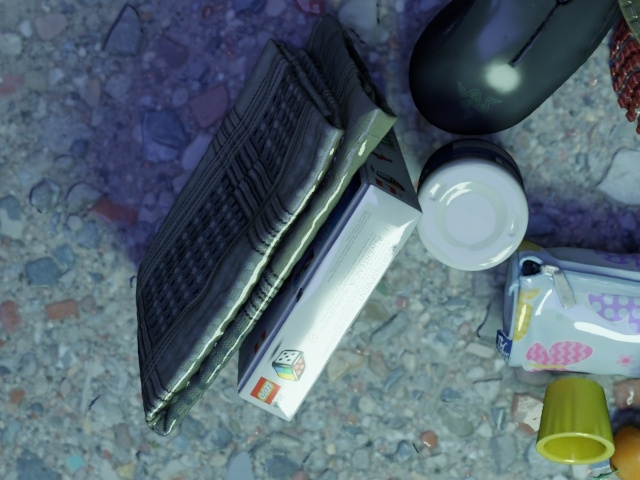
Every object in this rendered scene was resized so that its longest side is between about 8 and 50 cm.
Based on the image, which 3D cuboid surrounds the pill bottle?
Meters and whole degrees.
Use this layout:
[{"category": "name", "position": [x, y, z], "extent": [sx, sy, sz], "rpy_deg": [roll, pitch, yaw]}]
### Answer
[{"category": "pill bottle", "position": [0.130, -0.038, 1.213], "extent": [0.094, 0.169, 0.094], "rpy_deg": [1, 103, 6]}]

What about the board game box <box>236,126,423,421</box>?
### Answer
[{"category": "board game box", "position": [0.000, 0.000, 1.164], "extent": [0.053, 0.305, 0.193], "rpy_deg": [29, 105, -11]}]

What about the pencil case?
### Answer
[{"category": "pencil case", "position": [0.295, 0.062, 1.248], "extent": [0.273, 0.113, 0.124], "rpy_deg": [5, 134, 4]}]

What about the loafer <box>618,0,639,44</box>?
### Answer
[{"category": "loafer", "position": [0.324, -0.170, 1.143], "extent": [0.102, 0.092, 0.268], "rpy_deg": [-19, 104, 36]}]

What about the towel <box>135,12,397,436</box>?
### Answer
[{"category": "towel", "position": [-0.065, -0.034, 1.166], "extent": [0.056, 0.312, 0.324], "rpy_deg": [31, 104, -17]}]

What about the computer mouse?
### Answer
[{"category": "computer mouse", "position": [0.176, -0.196, 1.177], "extent": [0.188, 0.072, 0.272], "rpy_deg": [30, 110, -16]}]

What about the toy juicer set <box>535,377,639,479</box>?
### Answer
[{"category": "toy juicer set", "position": [0.370, 0.170, 1.211], "extent": [0.329, 0.089, 0.209], "rpy_deg": [-18, 141, 34]}]

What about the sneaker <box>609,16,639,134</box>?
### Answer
[{"category": "sneaker", "position": [0.333, -0.111, 1.231], "extent": [0.092, 0.088, 0.225], "rpy_deg": [-32, 95, -15]}]
